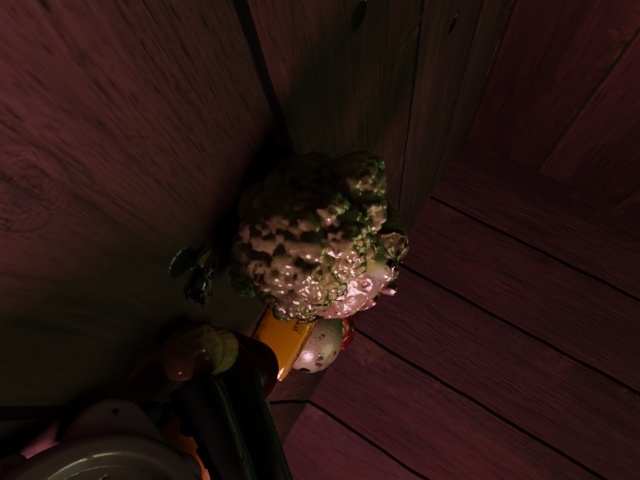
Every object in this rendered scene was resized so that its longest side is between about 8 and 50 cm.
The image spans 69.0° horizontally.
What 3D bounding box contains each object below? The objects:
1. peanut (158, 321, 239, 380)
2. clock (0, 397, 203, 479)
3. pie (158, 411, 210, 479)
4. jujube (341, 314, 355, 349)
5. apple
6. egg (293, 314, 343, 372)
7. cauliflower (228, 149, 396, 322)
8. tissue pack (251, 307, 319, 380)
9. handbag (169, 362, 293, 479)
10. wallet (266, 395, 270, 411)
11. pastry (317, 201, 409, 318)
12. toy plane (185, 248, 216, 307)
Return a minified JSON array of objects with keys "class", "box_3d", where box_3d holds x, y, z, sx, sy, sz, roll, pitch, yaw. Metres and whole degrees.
[{"class":"peanut","box_3d":[-0.200,0.191,0.797,0.104,0.085,0.228,-40,165,0]},{"class":"clock","box_3d":[-0.260,0.354,0.497,0.113,0.295,0.322,-49,169,26]},{"class":"pie","box_3d":[-0.202,0.427,0.867,0.273,0.274,0.069,-62,166,6]},{"class":"jujube","box_3d":[0.042,0.297,1.609,0.174,0.174,0.250,-54,166,-24]},{"class":"apple","box_3d":[-0.169,0.286,0.963,0.158,0.147,0.156,-61,-174,4]},{"class":"egg","box_3d":[-0.021,0.265,1.340,0.177,0.177,0.228,88,19,-62]},{"class":"cauliflower","box_3d":[-0.014,-0.016,0.759,0.327,0.260,0.281,-30,172,21]},{"class":"tissue pack","box_3d":[-0.097,0.237,1.142,0.169,0.120,0.082,-61,167,7]},{"class":"handbag","box_3d":[-0.135,0.325,0.702,0.079,0.247,0.260,-12,165,-35]},{"class":"wallet","box_3d":[-0.164,0.471,1.233,0.309,0.077,0.223,98,-12,-62]},{"class":"pastry","box_3d":[0.052,0.029,1.035,0.330,0.136,0.329,-43,-154,27]},{"class":"toy plane","box_3d":[-0.183,0.064,0.723,0.049,0.031,0.120,-55,167,-39]}]
